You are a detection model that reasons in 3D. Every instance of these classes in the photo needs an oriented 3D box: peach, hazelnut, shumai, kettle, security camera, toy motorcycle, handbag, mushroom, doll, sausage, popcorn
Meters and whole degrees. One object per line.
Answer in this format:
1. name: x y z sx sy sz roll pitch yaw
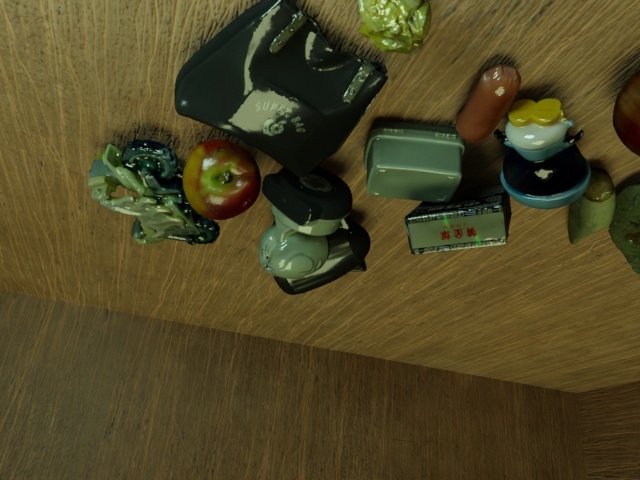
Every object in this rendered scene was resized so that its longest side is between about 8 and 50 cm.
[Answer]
1. peach: -0.228 -0.138 1.225 0.197 0.198 0.197 4 153 2
2. hazelnut: 0.612 -0.210 0.897 0.208 0.208 0.208 4 153 2
3. shumai: 0.828 -0.053 1.248 0.218 0.189 0.256 -17 146 -4
4. kettle: 0.008 0.007 1.493 0.271 0.251 0.207 -15 177 23
5. security camera: -0.048 -0.025 1.288 0.191 0.197 0.277 -18 137 -46
6. toy motorcycle: -0.417 -0.104 1.344 0.236 0.169 0.410 -5 147 7
7. handbag: -0.057 -0.276 0.968 0.342 0.152 0.288 23 136 -32
8. mushroom: 0.657 -0.068 1.289 0.087 0.107 0.333 -34 145 2
9. doll: 0.456 -0.165 1.086 0.177 0.141 0.314 8 154 31
10. sausage: 0.315 -0.256 1.005 0.077 0.077 0.194 7 155 -5
11. popcorn: 0.117 -0.343 0.833 0.116 0.106 0.121 -13 149 14

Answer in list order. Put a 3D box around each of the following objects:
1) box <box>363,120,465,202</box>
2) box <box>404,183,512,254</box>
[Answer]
1. box: 0.198 -0.168 1.134 0.209 0.129 0.148 6 152 0
2. box: 0.321 -0.055 1.195 0.198 0.084 0.310 -7 -169 23
